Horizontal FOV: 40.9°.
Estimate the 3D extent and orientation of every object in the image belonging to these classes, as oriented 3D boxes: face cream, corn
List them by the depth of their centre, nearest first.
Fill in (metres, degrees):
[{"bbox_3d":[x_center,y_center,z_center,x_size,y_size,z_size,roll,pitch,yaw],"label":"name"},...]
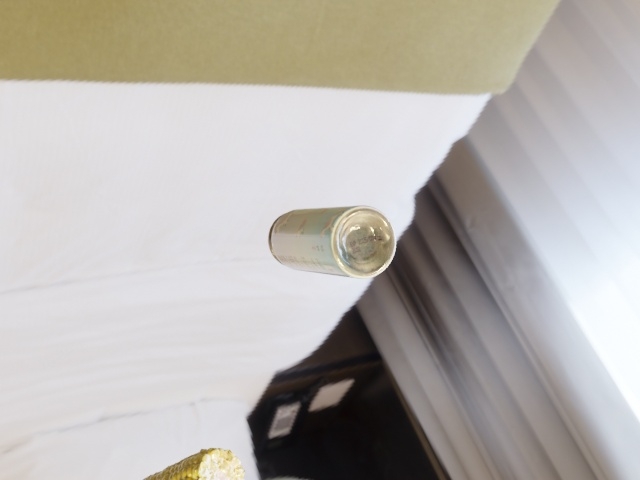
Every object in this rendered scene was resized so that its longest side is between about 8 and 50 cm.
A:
[{"bbox_3d":[0.000,0.000,0.947,0.075,0.075,0.229,-14,-174,-22],"label":"face cream"},{"bbox_3d":[-0.184,0.328,1.067,0.093,0.093,0.244,0,154,-40],"label":"corn"}]
